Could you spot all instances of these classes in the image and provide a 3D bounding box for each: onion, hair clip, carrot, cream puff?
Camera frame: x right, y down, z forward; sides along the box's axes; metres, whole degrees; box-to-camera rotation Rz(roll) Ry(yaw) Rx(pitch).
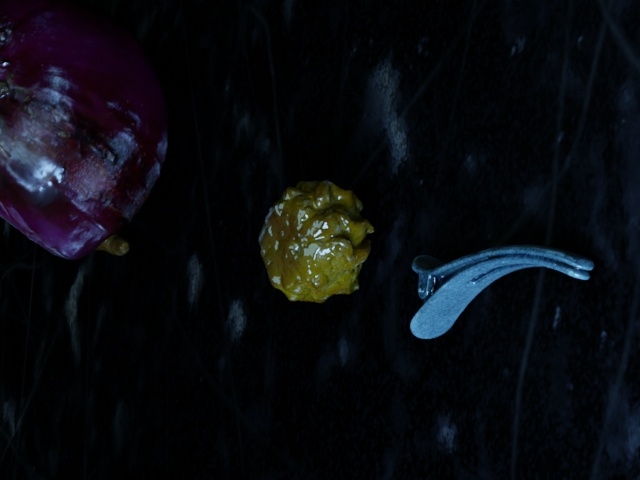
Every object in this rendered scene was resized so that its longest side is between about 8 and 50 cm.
[{"bbox_3d":[-0.307,-0.147,2.218,0.260,0.282,0.336,-46,42,-1],"label":"onion"},{"bbox_3d":[0.137,0.025,1.453,0.229,0.039,0.070,-23,60,61],"label":"hair clip"},{"bbox_3d":[-0.270,-0.002,2.358,0.165,0.035,0.036,11,92,63],"label":"carrot"},{"bbox_3d":[0.000,0.000,1.704,0.122,0.094,0.116,15,100,42],"label":"cream puff"}]
